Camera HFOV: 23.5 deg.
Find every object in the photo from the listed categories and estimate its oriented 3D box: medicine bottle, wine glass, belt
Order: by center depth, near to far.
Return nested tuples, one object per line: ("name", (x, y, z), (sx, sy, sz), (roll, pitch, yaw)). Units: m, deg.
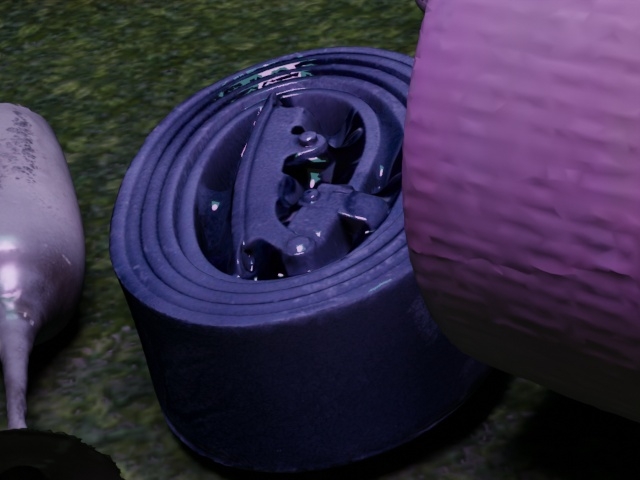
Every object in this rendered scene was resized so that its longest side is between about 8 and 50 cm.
("medicine bottle", (0.231, -0.009, 0.399), (0.388, 0.219, 0.219), (17, 42, 35))
("belt", (0.000, 0.000, 0.573), (0.141, 0.082, 0.190), (-7, 34, 9))
("wine glass", (-0.119, 0.021, 0.588), (0.074, 0.074, 0.262), (-13, 32, -5))

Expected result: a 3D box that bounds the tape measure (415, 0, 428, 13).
("tape measure", (0.153, -0.157, 0.755), (0.178, 0.105, 0.196), (19, 41, 36))
